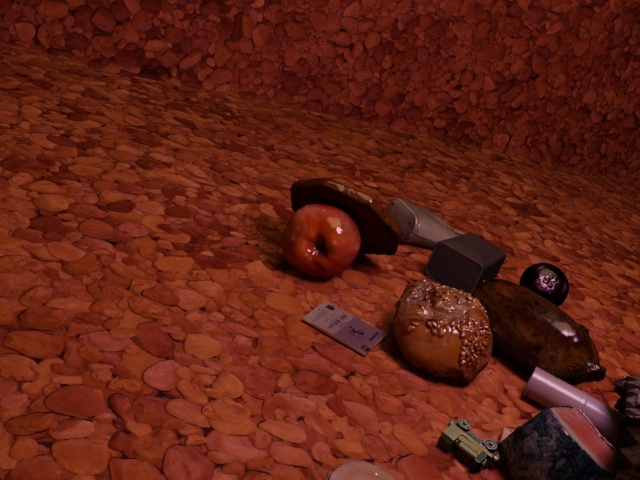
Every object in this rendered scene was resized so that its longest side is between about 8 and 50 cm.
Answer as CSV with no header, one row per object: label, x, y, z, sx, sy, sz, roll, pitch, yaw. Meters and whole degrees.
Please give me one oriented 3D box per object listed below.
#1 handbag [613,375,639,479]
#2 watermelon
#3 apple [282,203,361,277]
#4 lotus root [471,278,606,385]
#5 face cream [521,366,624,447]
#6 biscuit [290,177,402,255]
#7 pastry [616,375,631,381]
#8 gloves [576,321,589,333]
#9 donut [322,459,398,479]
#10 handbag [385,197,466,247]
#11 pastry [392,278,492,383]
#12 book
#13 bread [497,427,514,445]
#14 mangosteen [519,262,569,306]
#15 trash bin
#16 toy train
handbag,0.726,0.375,1.354,0.316,0.180,0.416,8,9,26
watermelon,0.520,0.429,1.359,0.318,0.148,0.226,26,35,8
apple,0.000,0.000,1.858,0.209,0.209,0.164,21,22,4
lotus root,0.552,0.232,1.787,0.196,0.179,0.397,9,24,-43
face cream,0.600,0.389,1.622,0.250,0.077,0.077,29,26,18
biscuit,0.071,-0.064,1.961,0.359,0.359,0.046,25,68,13
pastry,0.844,0.391,1.819,0.140,0.056,0.080,9,38,-26
gloves,0.633,0.240,1.924,0.180,0.106,0.129,27,27,8
donut,0.059,0.429,1.168,0.166,0.065,0.108,-4,33,-39
handbag,0.378,-0.028,2.367,0.315,0.109,0.241,20,22,-30
pastry,0.303,0.202,1.703,0.255,0.162,0.311,20,26,-3
book,0.058,0.210,1.684,0.181,0.014,0.127,27,25,19
bread,0.443,0.446,1.452,0.153,0.028,0.068,24,25,14
mangosteen,0.682,0.145,2.137,0.152,0.152,0.152,16,25,-7
trash bin,0.455,0.068,2.142,0.164,0.122,0.240,32,25,26
toy train,0.298,0.410,1.399,0.122,0.050,0.081,36,34,31
